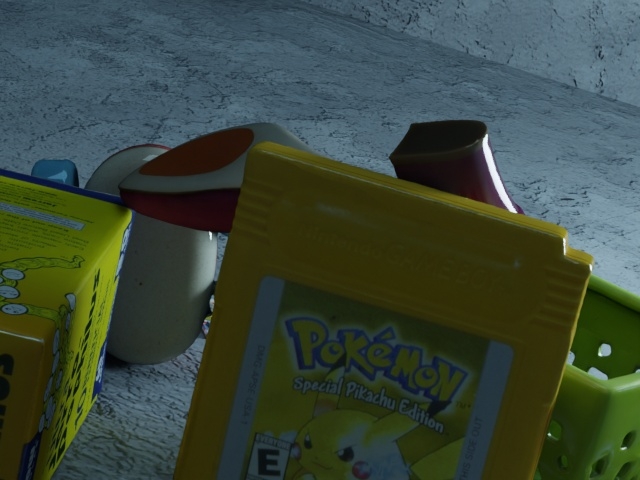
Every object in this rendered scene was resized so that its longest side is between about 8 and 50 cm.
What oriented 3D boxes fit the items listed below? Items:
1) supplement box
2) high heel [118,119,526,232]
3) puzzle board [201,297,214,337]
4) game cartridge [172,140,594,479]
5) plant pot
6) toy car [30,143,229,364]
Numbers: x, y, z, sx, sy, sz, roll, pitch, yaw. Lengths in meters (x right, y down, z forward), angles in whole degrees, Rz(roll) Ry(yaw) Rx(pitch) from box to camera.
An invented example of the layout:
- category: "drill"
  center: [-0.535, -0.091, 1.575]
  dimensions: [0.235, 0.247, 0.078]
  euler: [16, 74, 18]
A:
- category: "supplement box"
  center: [-0.292, 0.083, 1.634]
  dimensions: [0.195, 0.194, 0.356]
  euler: [13, 19, 2]
- category: "high heel"
  center: [0.000, 0.000, 1.676]
  dimensions: [0.377, 0.181, 0.127]
  euler: [1, 33, 36]
- category: "puzzle board"
  center: [-0.067, 0.084, 2.064]
  dimensions: [0.128, 0.011, 0.096]
  euler: [7, 20, -18]
- category: "game cartridge"
  center: [0.043, 0.112, 1.575]
  dimensions: [0.285, 0.324, 0.053]
  euler: [16, 18, 10]
- category: "plant pot"
  center: [0.196, 0.157, 1.729]
  dimensions: [0.228, 0.207, 0.227]
  euler: [27, 22, 36]
- category: "toy car"
  center: [-0.166, 0.004, 1.973]
  dimensions: [0.219, 0.210, 0.238]
  euler: [1, 7, -1]
